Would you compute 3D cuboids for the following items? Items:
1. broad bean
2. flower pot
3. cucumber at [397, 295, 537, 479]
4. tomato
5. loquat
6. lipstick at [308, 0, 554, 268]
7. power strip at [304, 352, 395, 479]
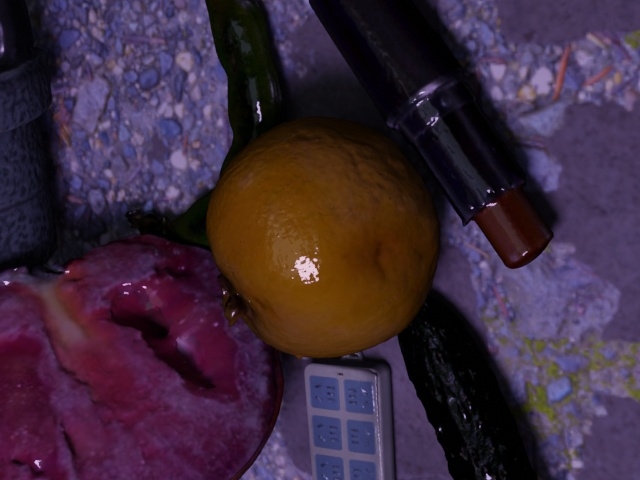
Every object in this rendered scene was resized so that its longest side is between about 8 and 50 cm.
[{"bbox_3d":[-0.094,-0.103,1.229,0.144,0.049,0.292,30,115,23],"label":"broad bean"},{"bbox_3d":[-0.409,-0.106,1.269,0.299,0.299,0.282,9,113,29],"label":"flower pot"},{"bbox_3d":[0.136,0.180,1.118,0.081,0.072,0.303,-17,71,3],"label":"cucumber"},{"bbox_3d":[-0.202,0.165,1.218,0.289,0.335,0.176,58,158,31],"label":"tomato"},{"bbox_3d":[0.000,0.000,1.106,0.208,0.208,0.208,7,105,29],"label":"loquat"},{"bbox_3d":[0.096,-0.109,1.096,0.081,0.081,0.299,-40,78,31],"label":"lipstick"},{"bbox_3d":[0.030,0.199,1.234,0.081,0.035,0.192,3,102,30],"label":"power strip"}]
